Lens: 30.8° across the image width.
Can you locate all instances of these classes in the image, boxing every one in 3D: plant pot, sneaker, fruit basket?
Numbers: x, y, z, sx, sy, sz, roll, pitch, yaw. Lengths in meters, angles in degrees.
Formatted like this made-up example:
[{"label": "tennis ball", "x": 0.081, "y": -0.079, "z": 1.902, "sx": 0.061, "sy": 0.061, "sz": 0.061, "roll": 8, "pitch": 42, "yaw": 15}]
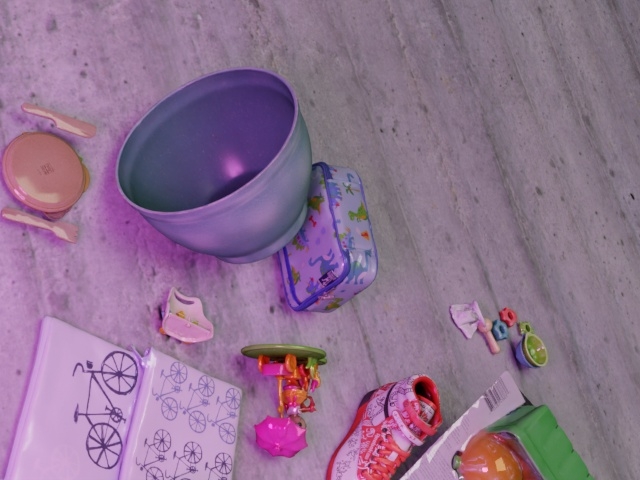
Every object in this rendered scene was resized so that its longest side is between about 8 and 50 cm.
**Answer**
[{"label": "plant pot", "x": -0.134, "y": -0.089, "z": 1.748, "sx": 0.196, "sy": 0.293, "sz": 0.293, "roll": 61, "pitch": 32, "yaw": -43}, {"label": "sneaker", "x": 0.104, "y": 0.321, "z": 1.814, "sx": 0.090, "sy": 0.145, "sz": 0.270, "roll": 44, "pitch": 44, "yaw": -18}, {"label": "fruit basket", "x": 0.274, "y": 0.442, "z": 1.877, "sx": 0.353, "sy": 0.165, "sz": 0.327, "roll": -39, "pitch": 101, "yaw": -25}]

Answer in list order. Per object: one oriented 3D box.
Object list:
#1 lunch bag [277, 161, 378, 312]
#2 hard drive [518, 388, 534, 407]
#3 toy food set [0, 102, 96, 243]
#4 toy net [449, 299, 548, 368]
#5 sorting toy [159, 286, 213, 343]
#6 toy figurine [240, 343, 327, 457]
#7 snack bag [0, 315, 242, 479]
[{"label": "lunch bag", "x": 0.000, "y": 0.000, "z": 1.879, "sx": 0.090, "sy": 0.176, "sz": 0.219, "roll": 8, "pitch": 60, "yaw": -37}, {"label": "hard drive", "x": 0.342, "y": 0.400, "z": 2.075, "sx": 0.172, "sy": 0.054, "sz": 0.255, "roll": 47, "pitch": 44, "yaw": -14}, {"label": "toy food set", "x": -0.391, "y": -0.093, "z": 1.652, "sx": 0.132, "sy": 0.038, "sz": 0.192, "roll": 20, "pitch": 59, "yaw": -28}, {"label": "toy net", "x": 0.343, "y": 0.160, "z": 2.224, "sx": 0.232, "sy": 0.045, "sz": 0.122, "roll": 31, "pitch": 49, "yaw": -29}, {"label": "sorting toy", "x": -0.202, "y": 0.106, "z": 1.717, "sx": 0.083, "sy": 0.045, "sz": 0.075, "roll": 29, "pitch": 42, "yaw": -30}, {"label": "toy figurine", "x": -0.050, "y": 0.249, "z": 1.756, "sx": 0.173, "sy": 0.130, "sz": 0.159, "roll": 31, "pitch": 58, "yaw": -62}, {"label": "snack bag", "x": -0.258, "y": 0.283, "z": 1.558, "sx": 0.342, "sy": 0.037, "sz": 0.323, "roll": 30, "pitch": 49, "yaw": -30}]
